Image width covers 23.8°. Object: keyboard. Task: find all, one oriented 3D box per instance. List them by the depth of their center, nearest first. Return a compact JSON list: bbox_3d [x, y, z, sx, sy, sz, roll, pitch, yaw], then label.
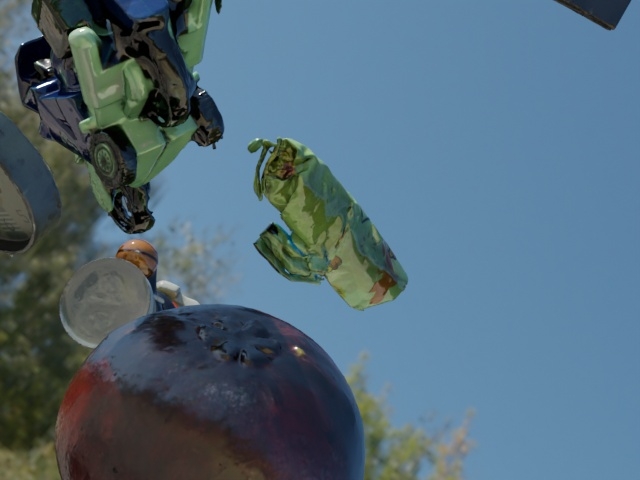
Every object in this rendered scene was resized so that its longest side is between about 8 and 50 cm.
[{"bbox_3d":[0.238,-0.292,1.604,0.196,0.074,0.015,30,-26,8],"label":"keyboard"}]

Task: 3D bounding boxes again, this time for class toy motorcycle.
[{"bbox_3d":[-0.178,-0.131,1.274,0.196,0.125,0.331,57,-23,12],"label":"toy motorcycle"}]

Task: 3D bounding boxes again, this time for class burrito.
[{"bbox_3d":[0.000,0.000,1.458,0.054,0.104,0.288,32,-12,38],"label":"burrito"}]

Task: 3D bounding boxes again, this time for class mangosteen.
[{"bbox_3d":[-0.083,0.183,1.137,0.235,0.235,0.261,24,-65,24],"label":"mangosteen"}]

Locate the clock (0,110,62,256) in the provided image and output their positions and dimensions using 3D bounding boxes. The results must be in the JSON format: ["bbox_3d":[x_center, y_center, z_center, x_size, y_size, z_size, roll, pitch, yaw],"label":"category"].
[{"bbox_3d":[-0.515,-0.107,2.213,0.313,0.061,0.312,27,-33,19],"label":"clock"}]

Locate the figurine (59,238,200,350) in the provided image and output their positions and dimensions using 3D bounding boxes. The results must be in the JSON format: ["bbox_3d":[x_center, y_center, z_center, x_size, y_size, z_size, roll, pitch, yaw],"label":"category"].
[{"bbox_3d":[-0.236,0.102,1.950,0.133,0.176,0.236,15,-17,17],"label":"figurine"}]
